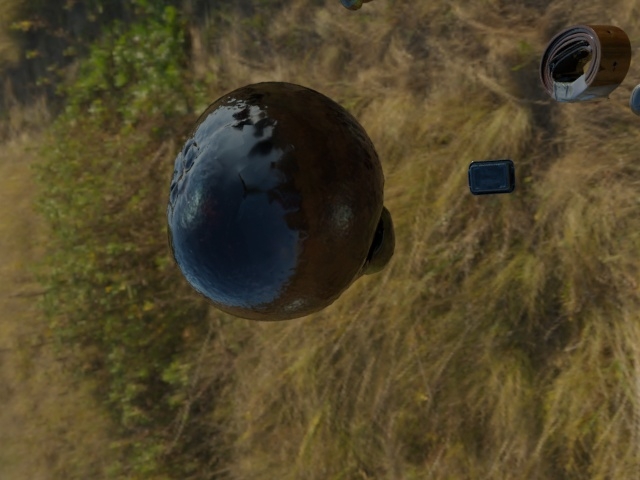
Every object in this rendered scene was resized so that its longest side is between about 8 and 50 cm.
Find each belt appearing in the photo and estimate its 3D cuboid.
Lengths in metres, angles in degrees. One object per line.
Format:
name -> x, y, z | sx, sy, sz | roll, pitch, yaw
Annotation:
belt -> 0.643, -0.427, 1.980 | 0.261, 0.105, 0.184 | 154, 109, -71

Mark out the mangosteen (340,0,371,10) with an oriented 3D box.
mangosteen -> 0.061, -0.558, 1.660 | 0.156, 0.181, 0.145 | 48, 136, 29

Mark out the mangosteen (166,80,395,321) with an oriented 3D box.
mangosteen -> -0.029, -0.026, 0.718 | 0.216, 0.216, 0.216 | 34, 130, 55

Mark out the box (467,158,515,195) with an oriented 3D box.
box -> 0.362, -0.134, 1.728 | 0.054, 0.099, 0.074 | -20, -73, -71

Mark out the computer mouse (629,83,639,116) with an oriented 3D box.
computer mouse -> 0.718, -0.307, 1.803 | 0.066, 0.039, 0.096 | 23, 160, 22
